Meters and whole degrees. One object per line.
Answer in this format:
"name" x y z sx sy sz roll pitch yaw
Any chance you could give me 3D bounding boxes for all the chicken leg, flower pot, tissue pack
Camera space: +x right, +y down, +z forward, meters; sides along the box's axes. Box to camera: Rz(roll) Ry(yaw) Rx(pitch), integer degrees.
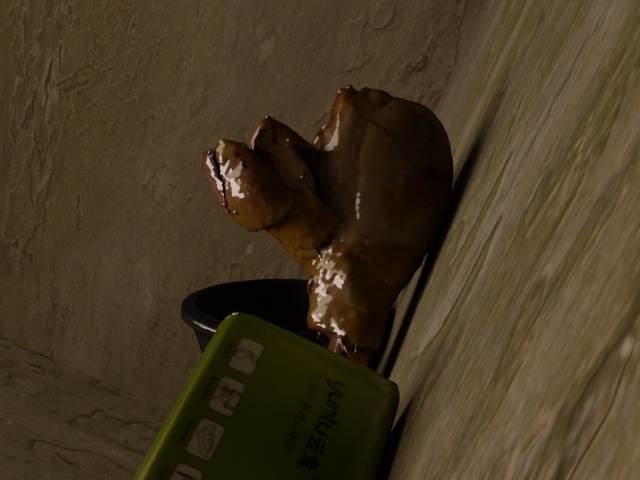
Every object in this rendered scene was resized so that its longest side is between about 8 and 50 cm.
"chicken leg" 0.000 0.000 1.038 0.182 0.295 0.409 -33 42 57
"flower pot" -0.047 0.155 1.226 0.269 0.269 0.166 -61 -25 -77
"tissue pack" -0.069 0.229 0.700 0.274 0.167 0.200 -63 -2 -46
